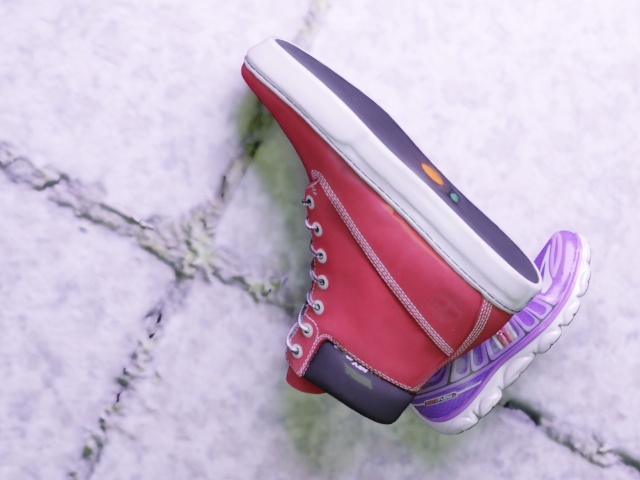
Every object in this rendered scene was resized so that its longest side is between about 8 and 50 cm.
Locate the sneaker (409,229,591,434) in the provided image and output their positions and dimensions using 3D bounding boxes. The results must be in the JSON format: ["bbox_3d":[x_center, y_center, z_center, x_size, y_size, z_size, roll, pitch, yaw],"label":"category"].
[{"bbox_3d":[0.120,0.056,0.820,0.071,0.068,0.170,41,90,-6],"label":"sneaker"}]

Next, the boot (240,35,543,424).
[{"bbox_3d":[0.000,0.000,0.785,0.244,0.088,0.176,47,110,4],"label":"boot"}]
